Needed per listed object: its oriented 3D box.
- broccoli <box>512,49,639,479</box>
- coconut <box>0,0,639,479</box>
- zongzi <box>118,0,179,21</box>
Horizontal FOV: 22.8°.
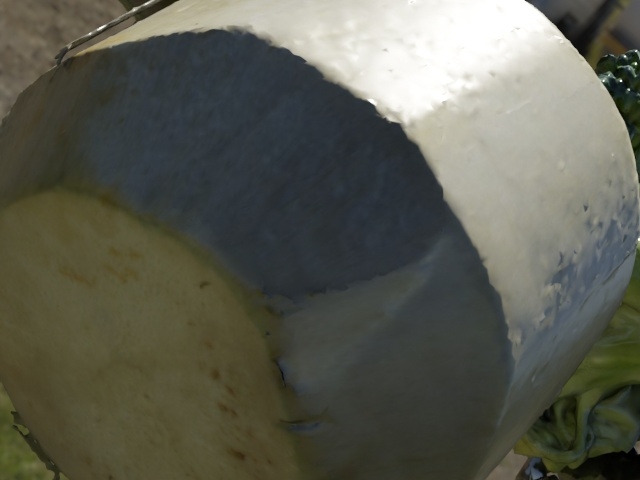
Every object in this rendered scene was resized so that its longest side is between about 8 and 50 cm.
[{"bbox_3d":[0.214,0.039,1.196,0.334,0.324,0.272,16,38,-40],"label":"broccoli"},{"bbox_3d":[0.000,0.000,0.791,0.323,0.323,0.323,41,11,-10],"label":"coconut"},{"bbox_3d":[-0.081,-0.442,1.301,0.218,0.467,0.500,19,-21,38],"label":"zongzi"}]
